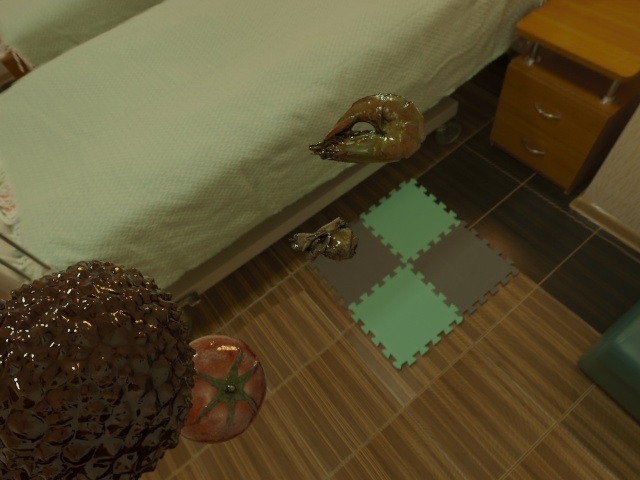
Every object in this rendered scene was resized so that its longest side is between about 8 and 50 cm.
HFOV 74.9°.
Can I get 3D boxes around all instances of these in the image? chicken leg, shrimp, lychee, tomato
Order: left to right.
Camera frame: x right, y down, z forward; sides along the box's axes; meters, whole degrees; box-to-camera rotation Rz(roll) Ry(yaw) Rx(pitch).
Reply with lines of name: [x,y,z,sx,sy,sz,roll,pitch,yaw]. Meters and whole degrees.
lychee: [-0.261,0.157,0.468,0.268,0.267,0.267,-5,59,8]
tomato: [-0.276,0.377,1.079,0.265,0.265,0.264,-5,59,8]
chicken leg: [0.008,-0.002,0.906,0.125,0.080,0.196,-16,12,-13]
shrimp: [0.089,-0.227,0.895,0.267,0.145,0.061,-5,29,32]
